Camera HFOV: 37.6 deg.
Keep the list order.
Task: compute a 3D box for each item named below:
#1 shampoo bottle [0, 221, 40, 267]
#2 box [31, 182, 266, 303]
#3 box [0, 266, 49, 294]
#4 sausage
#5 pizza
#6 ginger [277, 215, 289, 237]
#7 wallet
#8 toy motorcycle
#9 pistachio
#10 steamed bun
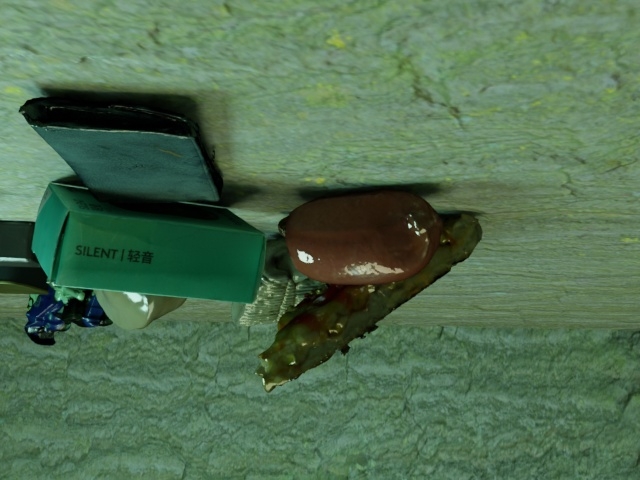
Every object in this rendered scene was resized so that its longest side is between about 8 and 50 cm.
[{"bbox_3d":[-0.629,0.006,1.806,0.246,0.079,0.080,2,171,3],"label":"shampoo bottle"},{"bbox_3d":[-0.261,0.004,1.426,0.311,0.118,0.205,7,-171,-25],"label":"box"},{"bbox_3d":[-0.715,0.068,2.149,0.144,0.090,0.201,1,170,9],"label":"box"},{"bbox_3d":[0.059,-0.001,1.401,0.254,0.148,0.148,3,171,27],"label":"sausage"},{"bbox_3d":[0.032,0.101,1.545,0.440,0.130,0.406,-34,-179,42],"label":"pizza"},{"bbox_3d":[0.000,0.000,1.618,0.103,0.073,0.162,-4,167,28],"label":"ginger"},{"bbox_3d":[-0.229,-0.103,1.177,0.190,0.046,0.379,3,170,-1],"label":"wallet"},{"bbox_3d":[-0.670,0.176,2.444,0.331,0.196,0.125,-4,167,42],"label":"toy motorcycle"},{"bbox_3d":[-0.333,0.067,1.740,0.166,0.197,0.288,12,178,-28],"label":"pistachio"},{"bbox_3d":[-0.074,0.065,1.831,0.211,0.144,0.218,-6,144,-18],"label":"steamed bun"}]
